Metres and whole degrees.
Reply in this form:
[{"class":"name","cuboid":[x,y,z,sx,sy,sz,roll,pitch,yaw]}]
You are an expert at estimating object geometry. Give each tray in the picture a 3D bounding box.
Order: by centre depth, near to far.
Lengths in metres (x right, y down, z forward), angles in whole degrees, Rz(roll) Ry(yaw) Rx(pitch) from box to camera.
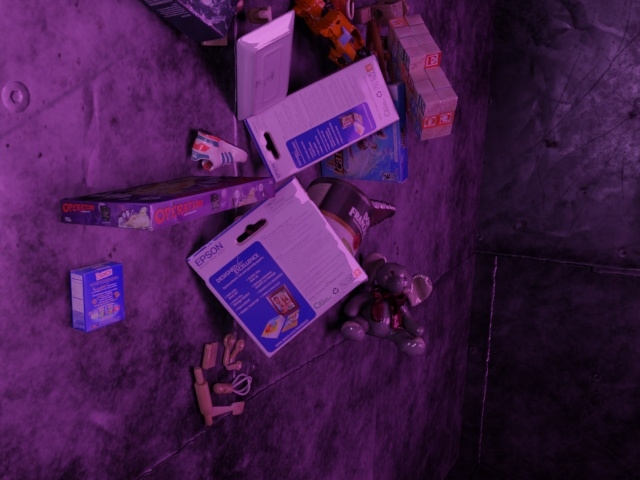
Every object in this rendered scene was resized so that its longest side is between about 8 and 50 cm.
[{"class":"tray","cuboid":[-0.113,-0.360,1.384,0.145,0.030,0.270,-34,163,-20]}]

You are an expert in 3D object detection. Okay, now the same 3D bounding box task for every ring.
[{"class":"ring","cuboid":[0.173,-0.465,1.874,0.336,0.032,0.336,173,-90,-89]}]

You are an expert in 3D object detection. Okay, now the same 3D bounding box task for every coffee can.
[{"class":"coffee can","cuboid":[0.000,0.000,1.695,0.275,0.202,0.201,-61,146,-32]}]

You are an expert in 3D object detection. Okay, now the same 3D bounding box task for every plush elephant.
[{"class":"plush elephant","cuboid":[0.226,0.189,2.112,0.330,0.272,0.255,-84,-169,-78]}]

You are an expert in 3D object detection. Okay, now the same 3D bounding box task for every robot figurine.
[{"class":"robot figurine","cuboid":[0.048,-0.520,1.680,0.085,0.211,0.291,-45,150,5]}]

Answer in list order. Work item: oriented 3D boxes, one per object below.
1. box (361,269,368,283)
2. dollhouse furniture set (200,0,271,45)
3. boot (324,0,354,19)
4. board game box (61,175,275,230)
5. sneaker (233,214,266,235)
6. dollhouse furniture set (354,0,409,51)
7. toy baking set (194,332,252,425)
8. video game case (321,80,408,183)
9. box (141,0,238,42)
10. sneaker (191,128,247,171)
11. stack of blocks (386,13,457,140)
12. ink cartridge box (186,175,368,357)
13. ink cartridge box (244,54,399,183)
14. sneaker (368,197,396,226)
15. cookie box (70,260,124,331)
[{"class":"box","cuboid":[0.037,0.118,1.864,0.186,0.145,0.038,24,41,-61]},{"class":"dollhouse furniture set","cuboid":[-0.196,-0.464,1.388,0.151,0.123,0.144,-8,108,-24]},{"class":"boot","cuboid":[0.057,-0.667,1.737,0.059,0.085,0.157,-20,113,-57]},{"class":"board game box","cuboid":[-0.263,-0.077,1.184,0.347,0.208,0.056,-23,118,-59]},{"class":"sneaker","cuboid":[-0.166,-0.034,1.551,0.119,0.047,0.057,-22,128,-57]},{"class":"dollhouse furniture set","cuboid":[0.192,-0.638,1.972,0.182,0.101,0.160,-44,134,-49]},{"class":"toy baking set","cuboid":[-0.227,0.342,1.551,0.197,0.030,0.256,-36,128,-53]},{"class":"video game case","cuboid":[0.112,-0.297,1.770,0.061,0.245,0.269,-40,131,-52]},{"class":"box","cuboid":[-0.235,-0.481,1.204,0.158,0.093,0.155,29,75,-47]},{"class":"sneaker","cuboid":[-0.223,-0.184,1.401,0.075,0.057,0.161,-64,153,3]},{"class":"stack of blocks","cuboid":[0.260,-0.430,1.697,0.171,0.087,0.297,86,-11,-55]},{"class":"ink cartridge box","cuboid":[-0.095,0.059,1.477,0.304,0.072,0.307,-38,107,-6]},{"class":"ink cartridge box","cuboid":[0.003,-0.299,1.587,0.371,0.069,0.175,-30,109,-15]},{"class":"sneaker","cuboid":[0.131,-0.055,2.045,0.281,0.107,0.162,7,97,-51]},{"class":"cookie box","cuboid":[-0.398,0.098,1.158,0.092,0.040,0.107,-18,114,-59]}]
